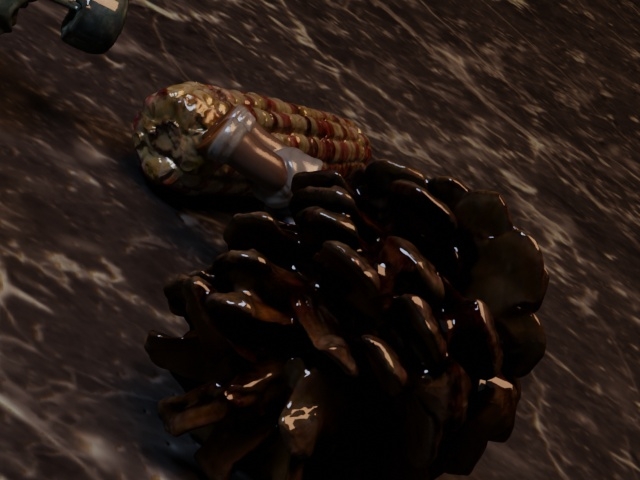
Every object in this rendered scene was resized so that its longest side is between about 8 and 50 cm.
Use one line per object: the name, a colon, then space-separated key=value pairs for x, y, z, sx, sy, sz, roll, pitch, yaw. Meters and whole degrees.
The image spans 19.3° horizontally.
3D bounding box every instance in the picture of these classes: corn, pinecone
corn: x=-0.040 y=-0.064 z=1.304 sx=0.079 sy=0.079 sz=0.237 roll=45 pitch=19 yaw=23
pinecone: x=0.015 y=0.047 z=0.998 sx=0.205 sy=0.184 sz=0.179 roll=-2 pitch=24 yaw=-45

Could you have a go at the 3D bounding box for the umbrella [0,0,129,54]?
umbrella: x=-0.286 y=-0.190 z=1.159 sx=0.349 sy=0.094 sz=0.143 roll=21 pitch=43 yaw=-20

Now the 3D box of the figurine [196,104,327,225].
figurine: x=0.000 y=0.001 z=1.189 sx=0.197 sy=0.093 sz=0.147 roll=34 pitch=24 yaw=-6
